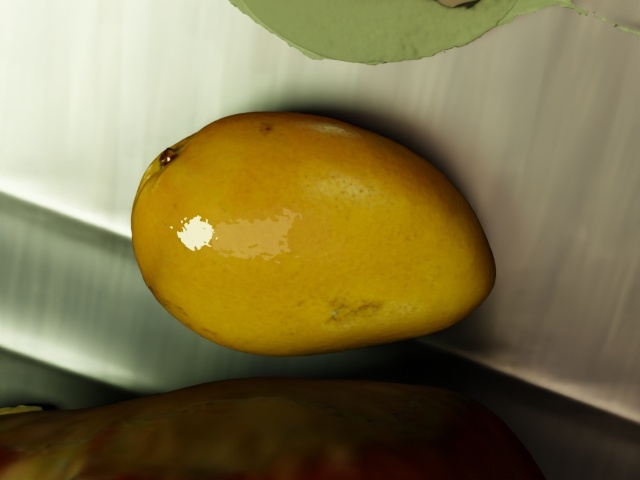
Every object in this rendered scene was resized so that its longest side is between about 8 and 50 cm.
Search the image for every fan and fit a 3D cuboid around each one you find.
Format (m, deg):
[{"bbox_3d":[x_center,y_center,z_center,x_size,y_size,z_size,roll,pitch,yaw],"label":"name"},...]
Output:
[{"bbox_3d":[0.095,-0.138,0.584,0.310,0.010,0.182,15,141,-13],"label":"fan"}]

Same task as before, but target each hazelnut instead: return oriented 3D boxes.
[{"bbox_3d":[-0.056,0.235,0.571,0.409,0.359,0.359,-16,109,8],"label":"hazelnut"}]

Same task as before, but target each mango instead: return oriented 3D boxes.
[{"bbox_3d":[0.000,0.000,0.629,0.219,0.112,0.145,9,112,-12],"label":"mango"}]

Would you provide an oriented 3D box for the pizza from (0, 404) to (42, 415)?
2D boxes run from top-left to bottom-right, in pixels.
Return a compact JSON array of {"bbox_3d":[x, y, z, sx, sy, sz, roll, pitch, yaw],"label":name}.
[{"bbox_3d":[-0.322,0.224,0.687,0.087,0.258,0.268,39,114,37],"label":"pizza"}]
